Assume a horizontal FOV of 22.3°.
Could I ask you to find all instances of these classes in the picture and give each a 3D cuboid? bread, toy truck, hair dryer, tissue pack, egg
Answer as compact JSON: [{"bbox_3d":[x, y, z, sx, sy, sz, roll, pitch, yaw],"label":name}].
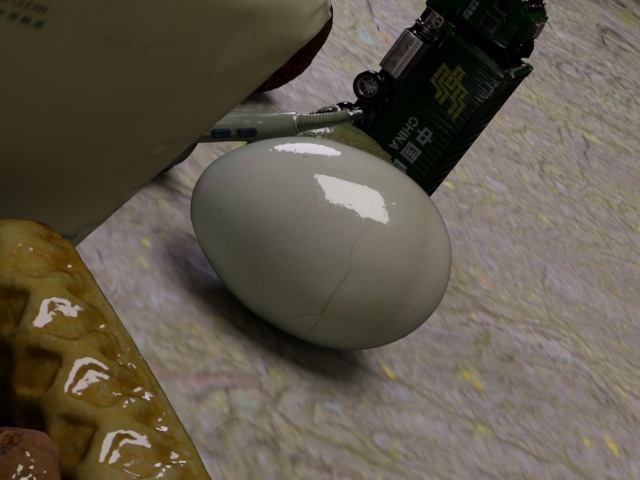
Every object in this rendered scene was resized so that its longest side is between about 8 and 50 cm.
[{"bbox_3d":[-0.139,0.090,0.926,0.098,0.087,0.269,13,32,-45],"label":"bread"},{"bbox_3d":[0.111,-0.150,1.533,0.121,0.259,0.088,41,23,10],"label":"toy truck"},{"bbox_3d":[-0.088,-0.073,1.261,0.199,0.067,0.167,7,29,33],"label":"hair dryer"},{"bbox_3d":[-0.233,-0.162,0.977,0.380,0.297,0.207,11,47,-45],"label":"tissue pack"},{"bbox_3d":[0.000,0.000,1.226,0.209,0.151,0.151,22,26,-16],"label":"egg"}]

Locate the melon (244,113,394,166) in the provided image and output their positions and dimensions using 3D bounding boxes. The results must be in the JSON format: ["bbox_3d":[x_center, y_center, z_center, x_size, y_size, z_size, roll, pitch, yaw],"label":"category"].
[{"bbox_3d":[-0.004,-0.049,1.357,0.167,0.114,0.114,13,33,-44],"label":"melon"}]

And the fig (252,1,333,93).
[{"bbox_3d":[-0.090,-0.234,1.582,0.201,0.134,0.146,38,11,25],"label":"fig"}]

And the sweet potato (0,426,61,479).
[{"bbox_3d":[-0.154,0.199,0.730,0.059,0.067,0.281,-4,35,1],"label":"sweet potato"}]
